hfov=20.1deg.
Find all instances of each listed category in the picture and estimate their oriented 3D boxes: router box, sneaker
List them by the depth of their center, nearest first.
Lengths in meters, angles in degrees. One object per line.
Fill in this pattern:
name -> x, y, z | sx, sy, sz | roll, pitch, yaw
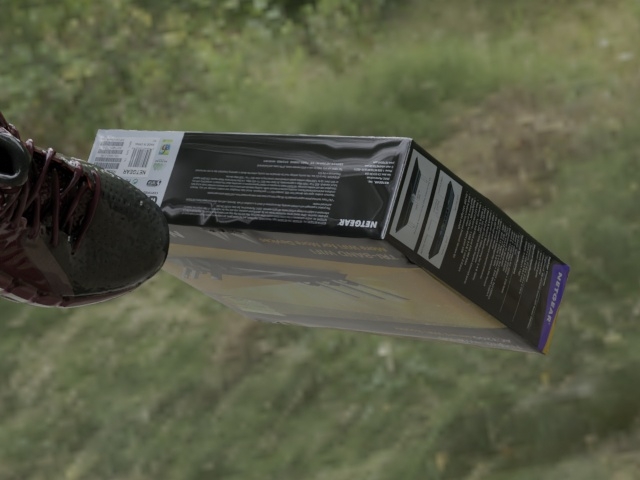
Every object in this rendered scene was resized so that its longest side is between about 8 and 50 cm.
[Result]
sneaker -> -0.192, -0.025, 1.150 | 0.281, 0.106, 0.162 | 14, -14, -33
router box -> 0.000, 0.000, 1.398 | 0.309, 0.081, 0.243 | 4, -19, 39
